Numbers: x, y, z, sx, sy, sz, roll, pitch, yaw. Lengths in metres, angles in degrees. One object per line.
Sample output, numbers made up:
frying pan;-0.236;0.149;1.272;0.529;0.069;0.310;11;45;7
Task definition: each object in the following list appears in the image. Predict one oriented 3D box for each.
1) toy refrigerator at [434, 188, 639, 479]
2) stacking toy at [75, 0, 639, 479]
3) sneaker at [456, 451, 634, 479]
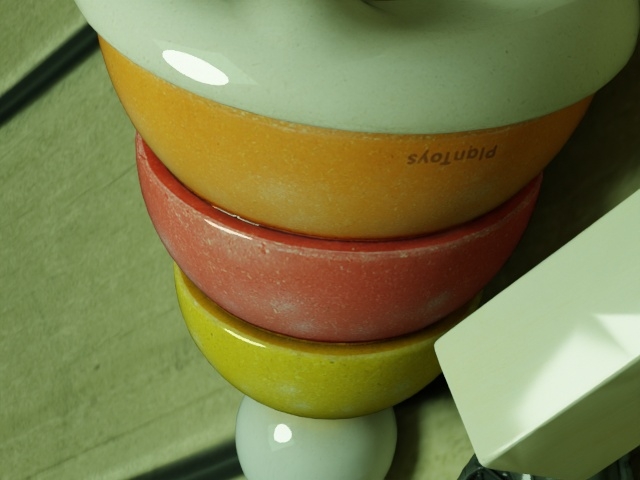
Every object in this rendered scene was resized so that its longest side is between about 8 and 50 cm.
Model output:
toy refrigerator;0.199;0.025;1.067;0.269;0.102;0.094;-40;55;30
stacking toy;0.000;0.000;1.284;0.350;0.351;0.479;49;141;45
sneaker;0.106;0.205;1.215;0.109;0.130;0.286;32;112;53
